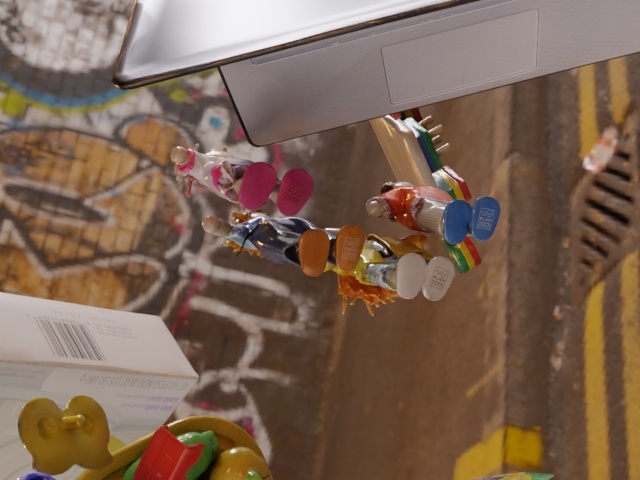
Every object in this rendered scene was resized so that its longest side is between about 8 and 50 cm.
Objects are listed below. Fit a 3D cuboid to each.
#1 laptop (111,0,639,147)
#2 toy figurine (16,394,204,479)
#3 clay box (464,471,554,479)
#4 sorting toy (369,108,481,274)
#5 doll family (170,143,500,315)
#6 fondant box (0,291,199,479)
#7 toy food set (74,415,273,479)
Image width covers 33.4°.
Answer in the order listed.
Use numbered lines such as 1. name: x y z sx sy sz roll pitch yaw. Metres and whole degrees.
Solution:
1. laptop: 0.116 -0.115 0.613 0.408 0.382 0.236 70 -172 -63
2. toy figurine: -0.157 0.219 0.428 0.217 0.191 0.362 -63 -20 12
3. clay box: 0.096 0.260 0.968 0.222 0.127 0.053 -17 86 37
4. sorting toy: 0.102 -0.098 1.136 0.274 0.046 0.132 62 176 -31
5. doll family: 0.000 0.000 0.845 0.163 0.263 0.118 19 99 65
6. fondant box: -0.304 0.207 1.015 0.330 0.238 0.096 -51 54 19
7. toy food set: -0.112 0.210 0.748 0.071 0.218 0.128 -5 107 58
